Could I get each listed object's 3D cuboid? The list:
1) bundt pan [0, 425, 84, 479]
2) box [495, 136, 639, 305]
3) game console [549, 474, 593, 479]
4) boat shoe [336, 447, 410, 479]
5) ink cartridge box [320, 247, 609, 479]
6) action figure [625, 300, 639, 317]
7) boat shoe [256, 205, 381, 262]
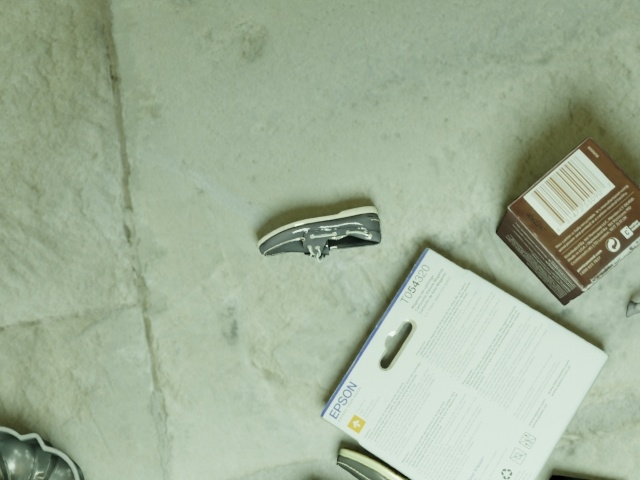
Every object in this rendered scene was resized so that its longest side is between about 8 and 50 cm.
[{"bbox_3d":[-0.489,0.456,1.580,0.331,0.124,0.330,-1,79,6],"label":"bundt pan"},{"bbox_3d":[0.390,-0.023,1.545,0.168,0.203,0.167,-41,79,-3],"label":"box"},{"bbox_3d":[0.504,0.469,1.489,0.361,0.044,0.213,9,52,-3],"label":"game console"},{"bbox_3d":[0.115,0.398,1.556,0.224,0.080,0.073,30,79,5],"label":"boat shoe"},{"bbox_3d":[0.223,0.230,1.584,0.330,0.071,0.324,32,84,14],"label":"ink cartridge box"},{"bbox_3d":[0.636,0.115,1.515,0.330,0.178,0.341,19,82,15],"label":"action figure"},{"bbox_3d":[0.000,0.000,1.644,0.206,0.075,0.065,-15,75,-2],"label":"boat shoe"}]
